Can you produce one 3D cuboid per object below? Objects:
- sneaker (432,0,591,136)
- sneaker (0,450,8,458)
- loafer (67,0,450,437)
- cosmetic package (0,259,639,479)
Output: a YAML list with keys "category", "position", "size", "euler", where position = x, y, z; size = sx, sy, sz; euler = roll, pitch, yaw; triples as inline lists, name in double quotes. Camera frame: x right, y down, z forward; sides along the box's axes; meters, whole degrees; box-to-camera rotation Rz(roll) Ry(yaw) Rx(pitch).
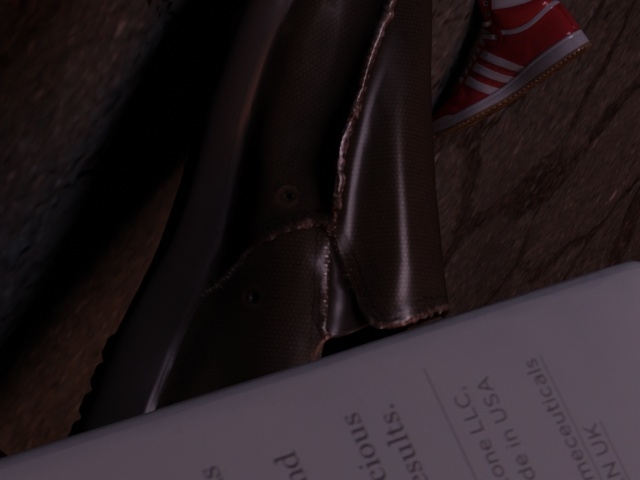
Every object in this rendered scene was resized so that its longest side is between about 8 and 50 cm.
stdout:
- category: "sneaker"
  position: [0.105, -0.117, 1.138]
  size: [0.118, 0.067, 0.042]
  euler: [-33, 176, 29]
- category: "sneaker"
  position: [-0.156, 0.186, 0.845]
  size: [0.112, 0.121, 0.299]
  euler: [-28, 150, -1]
- category: "loafer"
  position: [0.000, 0.000, 0.815]
  size: [0.134, 0.130, 0.366]
  euler: [78, 33, -82]
- category: "cosmetic package"
  position: [-0.095, 0.172, 0.542]
  size: [0.453, 0.161, 0.230]
  euler: [-15, 160, -26]
